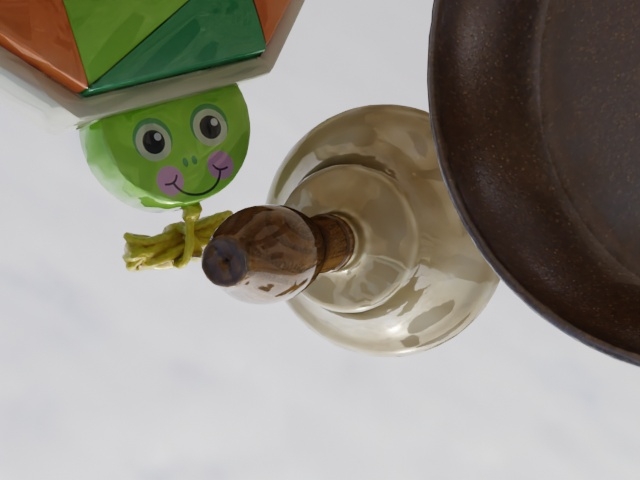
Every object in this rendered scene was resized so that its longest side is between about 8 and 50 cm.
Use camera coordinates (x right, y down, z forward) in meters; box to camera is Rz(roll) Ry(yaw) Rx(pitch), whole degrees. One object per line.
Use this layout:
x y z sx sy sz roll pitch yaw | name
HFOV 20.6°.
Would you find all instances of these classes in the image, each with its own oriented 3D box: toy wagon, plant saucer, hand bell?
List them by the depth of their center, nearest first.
0.178 -0.093 0.621 0.050 0.311 0.310 29 -166 -45 | plant saucer
0.000 0.000 0.757 0.126 0.126 0.242 38 -169 11 | hand bell
-0.101 -0.156 0.862 0.267 0.068 0.344 -17 -91 -31 | toy wagon
